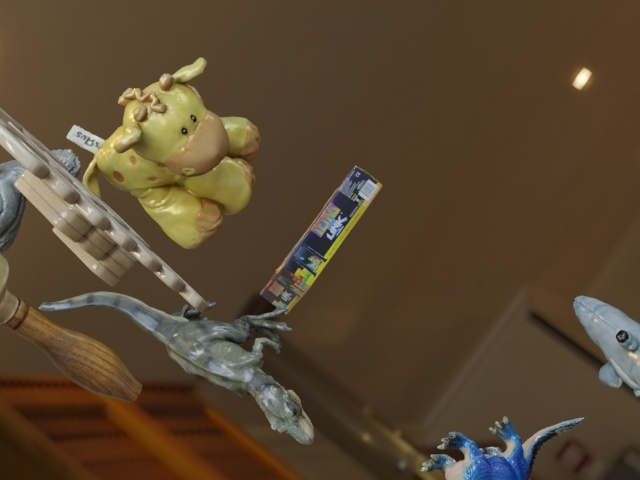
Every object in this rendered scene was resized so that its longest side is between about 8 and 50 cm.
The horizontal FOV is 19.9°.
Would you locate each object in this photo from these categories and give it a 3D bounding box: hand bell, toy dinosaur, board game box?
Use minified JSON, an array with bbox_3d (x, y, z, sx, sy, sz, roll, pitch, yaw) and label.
[{"bbox_3d":[-0.239,0.065,1.455,0.242,0.126,0.126,38,-93,-29],"label":"hand bell"},{"bbox_3d":[-0.100,0.086,1.581,0.118,0.268,0.064,-29,-42,-59],"label":"toy dinosaur"},{"bbox_3d":[0.000,0.000,2.328,0.170,0.048,0.141,-54,2,-22],"label":"board game box"}]

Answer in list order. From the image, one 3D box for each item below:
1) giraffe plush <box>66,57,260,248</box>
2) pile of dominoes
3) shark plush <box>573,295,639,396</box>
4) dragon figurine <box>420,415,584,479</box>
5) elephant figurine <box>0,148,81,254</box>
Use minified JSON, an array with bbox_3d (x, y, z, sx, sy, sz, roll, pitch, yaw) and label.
[{"bbox_3d":[-0.157,-0.110,1.939,0.170,0.210,0.181,128,153,-65],"label":"giraffe plush"},{"bbox_3d":[-0.188,-0.042,1.141,0.040,0.196,0.251,-47,-35,-1],"label":"pile of dominoes"},{"bbox_3d":[0.252,0.097,1.480,0.073,0.067,0.161,-37,24,11],"label":"shark plush"},{"bbox_3d":[0.215,0.288,2.105,0.289,0.144,0.085,-6,-37,-42],"label":"dragon figurine"},{"bbox_3d":[-0.387,-0.019,1.920,0.169,0.239,0.186,-17,-62,-45],"label":"elephant figurine"}]
